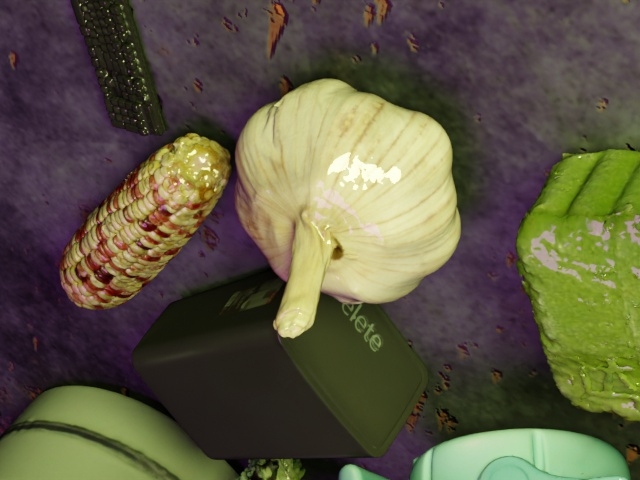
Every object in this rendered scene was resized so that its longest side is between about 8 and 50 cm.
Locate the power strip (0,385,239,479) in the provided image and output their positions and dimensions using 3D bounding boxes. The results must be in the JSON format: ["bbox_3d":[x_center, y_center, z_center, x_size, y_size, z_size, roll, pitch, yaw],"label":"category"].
[{"bbox_3d":[-0.236,0.328,1.844,0.358,0.161,0.357,20,139,19],"label":"power strip"}]

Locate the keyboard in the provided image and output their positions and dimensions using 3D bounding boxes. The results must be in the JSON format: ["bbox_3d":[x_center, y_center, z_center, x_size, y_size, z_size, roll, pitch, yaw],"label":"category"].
[{"bbox_3d":[-0.179,-0.170,1.424,0.060,0.018,0.195,12,135,29],"label":"keyboard"}]

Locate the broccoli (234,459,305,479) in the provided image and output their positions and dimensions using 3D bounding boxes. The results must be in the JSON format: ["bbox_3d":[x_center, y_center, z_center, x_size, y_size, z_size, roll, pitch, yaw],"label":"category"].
[{"bbox_3d":[0.010,0.273,1.667,0.204,0.122,0.118,12,115,3],"label":"broccoli"}]

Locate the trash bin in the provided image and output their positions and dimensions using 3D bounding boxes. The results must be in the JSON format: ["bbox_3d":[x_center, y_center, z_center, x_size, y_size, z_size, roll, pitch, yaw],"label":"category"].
[{"bbox_3d":[-0.043,0.116,1.545,0.225,0.115,0.165,-13,122,46],"label":"trash bin"}]

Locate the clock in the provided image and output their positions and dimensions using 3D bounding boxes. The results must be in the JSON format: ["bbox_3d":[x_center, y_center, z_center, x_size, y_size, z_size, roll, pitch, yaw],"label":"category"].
[{"bbox_3d":[0.171,0.235,1.464,0.274,0.094,0.224,-19,148,31],"label":"clock"}]

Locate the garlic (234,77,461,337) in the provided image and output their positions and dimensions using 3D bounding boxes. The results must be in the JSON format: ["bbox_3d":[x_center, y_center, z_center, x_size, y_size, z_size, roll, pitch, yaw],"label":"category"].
[{"bbox_3d":[0.000,0.000,1.308,0.199,0.226,0.199,15,136,15],"label":"garlic"}]

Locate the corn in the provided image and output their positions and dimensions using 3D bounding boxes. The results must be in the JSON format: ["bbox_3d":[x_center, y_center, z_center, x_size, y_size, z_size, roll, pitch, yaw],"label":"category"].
[{"bbox_3d":[-0.160,-0.014,1.512,0.086,0.086,0.253,42,139,-8],"label":"corn"}]

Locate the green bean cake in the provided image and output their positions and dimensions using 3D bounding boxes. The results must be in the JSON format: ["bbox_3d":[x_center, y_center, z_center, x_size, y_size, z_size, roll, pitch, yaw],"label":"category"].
[{"bbox_3d":[0.264,0.035,1.245,0.200,0.113,0.214,2,131,30],"label":"green bean cake"}]
